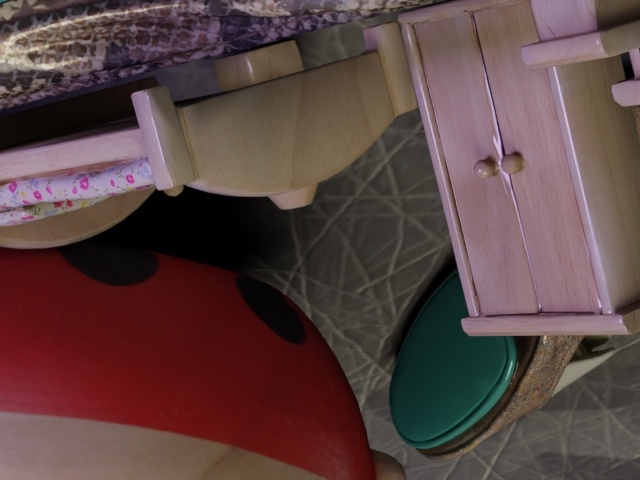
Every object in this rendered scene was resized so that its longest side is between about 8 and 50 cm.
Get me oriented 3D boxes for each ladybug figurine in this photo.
[{"bbox_3d":[-0.171,0.075,0.996,0.449,0.162,0.305,11,174,-11],"label":"ladybug figurine"}]

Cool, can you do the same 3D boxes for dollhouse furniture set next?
[{"bbox_3d":[0.000,0.000,0.827,0.355,0.174,0.303,-20,-171,-37],"label":"dollhouse furniture set"}]

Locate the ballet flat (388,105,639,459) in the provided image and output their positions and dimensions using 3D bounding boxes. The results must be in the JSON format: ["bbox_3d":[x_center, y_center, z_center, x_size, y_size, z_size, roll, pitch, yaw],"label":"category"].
[{"bbox_3d":[0.141,0.031,1.127,0.106,0.108,0.316,-1,143,-25],"label":"ballet flat"}]

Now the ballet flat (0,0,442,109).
[{"bbox_3d":[-0.034,-0.149,0.834,0.482,0.164,0.182,-14,165,12],"label":"ballet flat"}]
